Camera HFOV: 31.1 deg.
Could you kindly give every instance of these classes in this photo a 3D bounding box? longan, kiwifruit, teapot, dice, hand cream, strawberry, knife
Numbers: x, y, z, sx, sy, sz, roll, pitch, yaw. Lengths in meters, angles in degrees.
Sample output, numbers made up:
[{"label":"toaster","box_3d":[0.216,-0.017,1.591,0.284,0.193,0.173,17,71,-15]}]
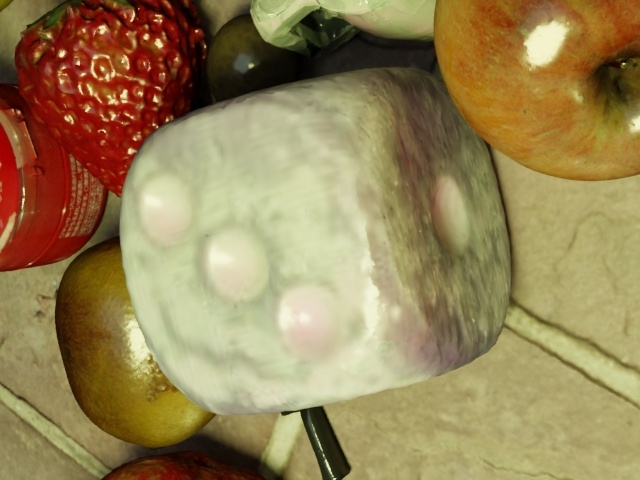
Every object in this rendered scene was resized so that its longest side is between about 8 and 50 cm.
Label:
[{"label":"longan","box_3d":[-0.065,-0.175,1.168,0.113,0.092,0.113,-3,84,24]},{"label":"kiwifruit","box_3d":[-0.183,0.107,1.228,0.196,0.196,0.234,-4,95,31]},{"label":"teapot","box_3d":[0.038,-0.261,1.045,0.222,0.178,0.163,-4,95,32]},{"label":"dice","box_3d":[0.000,0.000,1.052,0.271,0.270,0.270,-13,90,32]},{"label":"hand cream","box_3d":[-0.369,-0.073,1.336,0.230,0.149,0.230,6,100,33]},{"label":"strawberry","box_3d":[-0.205,-0.148,1.228,0.205,0.205,0.244,-10,114,32]},{"label":"knife","box_3d":[-0.033,0.156,1.243,0.060,0.028,0.230,-28,81,43]}]

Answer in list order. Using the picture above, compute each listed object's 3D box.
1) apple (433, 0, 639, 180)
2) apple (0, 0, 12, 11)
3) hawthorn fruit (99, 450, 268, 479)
[{"label":"apple","box_3d":[0.218,-0.176,0.927,0.253,0.253,0.253,5,100,30]},{"label":"apple","box_3d":[-0.455,-0.372,1.237,0.340,0.339,0.339,5,100,30]},{"label":"hawthorn fruit","box_3d":[-0.168,0.355,1.249,0.300,0.254,0.254,-28,82,58]}]
